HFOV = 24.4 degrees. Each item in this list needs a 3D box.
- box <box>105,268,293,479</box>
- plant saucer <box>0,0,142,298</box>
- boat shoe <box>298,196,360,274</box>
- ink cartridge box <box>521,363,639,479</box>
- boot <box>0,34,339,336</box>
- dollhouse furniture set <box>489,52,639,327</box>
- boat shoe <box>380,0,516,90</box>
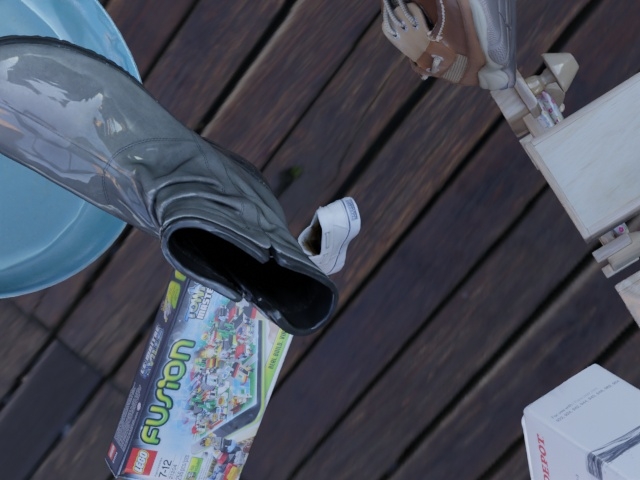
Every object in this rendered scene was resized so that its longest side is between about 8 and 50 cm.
[{"bbox_3d":[-0.094,0.110,1.248,0.114,0.036,0.207,13,104,-29],"label":"box"},{"bbox_3d":[-0.276,-0.101,1.087,0.317,0.317,0.044,49,140,-8],"label":"plant saucer"},{"bbox_3d":[0.000,0.000,1.042,0.035,0.100,0.035,-13,74,-17],"label":"boat shoe"},{"bbox_3d":[0.351,0.282,1.559,0.273,0.115,0.198,34,146,47],"label":"ink cartridge box"},{"bbox_3d":[-0.102,-0.035,0.899,0.246,0.161,0.083,27,102,-28],"label":"boot"},{"bbox_3d":[0.330,-0.054,1.476,0.174,0.355,0.303,-32,77,9],"label":"dollhouse furniture set"},{"bbox_3d":[0.105,-0.196,1.259,0.116,0.324,0.123,1,79,9],"label":"boat shoe"}]
